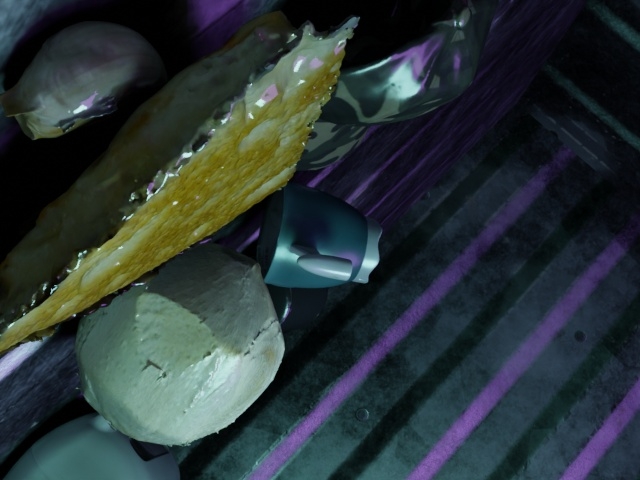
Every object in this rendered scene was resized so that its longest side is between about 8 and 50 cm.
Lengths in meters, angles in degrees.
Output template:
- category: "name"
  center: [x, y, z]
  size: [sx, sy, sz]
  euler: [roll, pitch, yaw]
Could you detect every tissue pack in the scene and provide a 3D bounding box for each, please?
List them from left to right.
- category: "tissue pack"
  center: [-0.370, 0.411, 1.378]
  size: [0.236, 0.229, 0.333]
  euler: [-44, 171, -4]

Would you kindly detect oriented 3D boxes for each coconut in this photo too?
- category: "coconut"
  center: [-0.169, 0.115, 1.020]
  size: [0.247, 0.245, 0.245]
  euler: [-53, 170, 15]

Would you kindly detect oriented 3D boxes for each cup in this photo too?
- category: "cup"
  center: [-0.109, 0.102, 1.543]
  size: [0.223, 0.169, 0.177]
  euler: [-17, 180, 25]
- category: "cup"
  center: [0.000, 0.000, 1.300]
  size: [0.299, 0.173, 0.167]
  euler: [-123, -135, -69]

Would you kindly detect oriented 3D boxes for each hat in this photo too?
- category: "hat"
  center: [0.079, -0.185, 0.993]
  size: [0.366, 0.257, 0.381]
  euler: [-42, 151, -14]

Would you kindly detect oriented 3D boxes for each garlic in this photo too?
- category: "garlic"
  center: [-0.159, -0.121, 0.583]
  size: [0.084, 0.066, 0.152]
  euler: [-15, -165, 47]

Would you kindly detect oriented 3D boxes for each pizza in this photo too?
- category: "pizza"
  center: [-0.165, -0.018, 0.711]
  size: [0.392, 0.080, 0.435]
  euler: [-38, 175, -15]

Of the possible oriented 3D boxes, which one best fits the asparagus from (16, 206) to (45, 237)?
- category: "asparagus"
  center: [-0.192, -0.059, 0.780]
  size: [0.236, 0.027, 0.034]
  euler: [-38, -171, -37]
